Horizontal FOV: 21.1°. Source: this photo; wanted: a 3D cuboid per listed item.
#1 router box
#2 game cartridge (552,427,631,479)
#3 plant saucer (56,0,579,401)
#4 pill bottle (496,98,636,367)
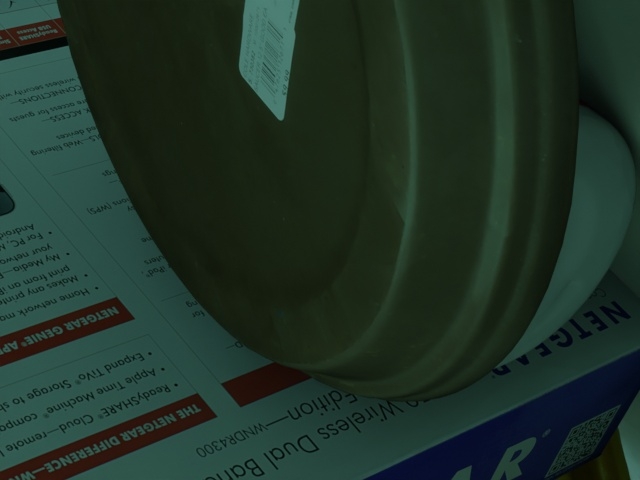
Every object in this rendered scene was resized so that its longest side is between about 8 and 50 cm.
[{"bbox_3d":[-0.078,0.011,0.686,0.301,0.335,0.082,47,136,28],"label":"router box"},{"bbox_3d":[0.083,0.241,0.822,0.285,0.052,0.324,-96,15,-45],"label":"game cartridge"},{"bbox_3d":[-0.022,-0.078,0.524,0.278,0.041,0.278,40,139,46],"label":"plant saucer"},{"bbox_3d":[0.019,-0.043,0.634,0.180,0.108,0.108,44,170,39],"label":"pill bottle"}]
